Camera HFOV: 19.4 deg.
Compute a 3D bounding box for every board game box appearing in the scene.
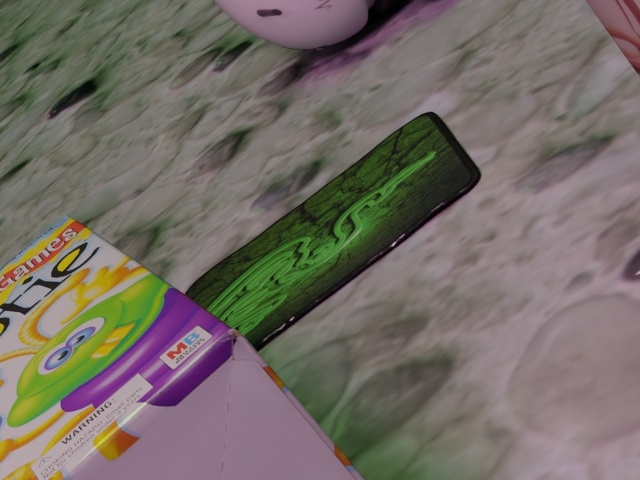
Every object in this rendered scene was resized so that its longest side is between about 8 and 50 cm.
[{"bbox_3d":[-0.083,0.103,0.747,0.144,0.142,0.275,-42,19,-9],"label":"board game box"}]

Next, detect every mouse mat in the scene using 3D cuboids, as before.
[{"bbox_3d":[0.000,0.000,1.047,0.189,0.007,0.152,-38,19,5],"label":"mouse mat"}]

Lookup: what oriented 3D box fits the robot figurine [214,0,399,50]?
[{"bbox_3d":[0.031,-0.259,1.340,0.278,0.173,0.209,-42,2,-11],"label":"robot figurine"}]

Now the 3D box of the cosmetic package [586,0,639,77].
[{"bbox_3d":[0.149,-0.190,0.759,0.153,0.296,0.129,-39,18,-7],"label":"cosmetic package"}]
